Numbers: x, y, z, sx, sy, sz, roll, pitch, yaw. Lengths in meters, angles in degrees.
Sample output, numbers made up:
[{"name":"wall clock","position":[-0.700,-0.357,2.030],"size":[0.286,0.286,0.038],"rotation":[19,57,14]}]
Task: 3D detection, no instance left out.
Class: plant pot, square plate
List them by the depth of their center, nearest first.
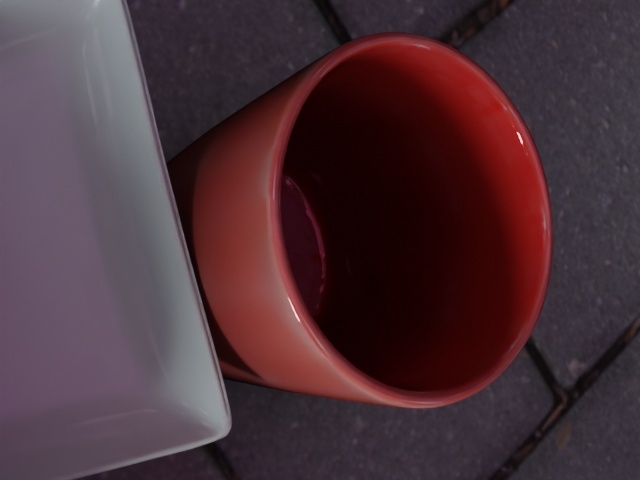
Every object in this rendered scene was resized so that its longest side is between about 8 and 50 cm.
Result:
[{"name":"square plate","position":[-0.265,0.015,1.254],"size":[0.347,0.049,0.344],"rotation":[-14,91,-19]},{"name":"plant pot","position":[0.000,0.000,1.377],"size":[0.275,0.243,0.275],"rotation":[8,76,-37]}]
